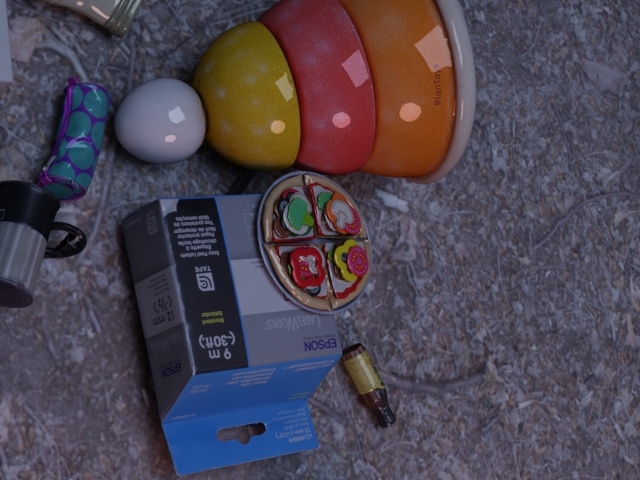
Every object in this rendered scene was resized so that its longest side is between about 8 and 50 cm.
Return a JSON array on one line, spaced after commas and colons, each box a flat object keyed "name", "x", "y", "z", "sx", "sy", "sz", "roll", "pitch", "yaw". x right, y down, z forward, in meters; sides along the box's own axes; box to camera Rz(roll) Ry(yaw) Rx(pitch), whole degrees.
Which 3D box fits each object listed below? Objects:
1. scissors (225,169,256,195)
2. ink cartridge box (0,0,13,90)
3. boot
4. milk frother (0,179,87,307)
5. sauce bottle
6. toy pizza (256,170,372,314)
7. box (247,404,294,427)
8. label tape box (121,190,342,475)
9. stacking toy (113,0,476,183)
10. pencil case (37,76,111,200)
[{"name": "scissors", "x": -0.151, "y": -0.011, "z": 1.973, "sx": 0.297, "sy": 0.021, "sz": 0.109, "roll": -38, "pitch": 100, "yaw": -38}, {"name": "ink cartridge box", "x": -0.494, "y": -0.260, "z": 1.725, "sx": 0.212, "sy": 0.093, "sz": 0.154, "roll": 2, "pitch": 77, "yaw": -39}, {"name": "boot", "x": -0.303, "y": -0.397, "z": 1.916, "sx": 0.165, "sy": 0.077, "sz": 0.213, "roll": 24, "pitch": 70, "yaw": -30}, {"name": "milk frother", "x": -0.356, "y": 0.022, "z": 1.734, "sx": 0.143, "sy": 0.129, "sz": 0.134, "roll": 23, "pitch": 61, "yaw": -24}, {"name": "sauce bottle", "x": 0.072, "y": 0.213, "z": 2.068, "sx": 0.042, "sy": 0.042, "sz": 0.128, "roll": -34, "pitch": 101, "yaw": -38}, {"name": "toy pizza", "x": 0.000, "y": 0.000, "z": 1.910, "sx": 0.201, "sy": 0.032, "sz": 0.201, "roll": 15, "pitch": 65, "yaw": -36}, {"name": "box", "x": -0.070, "y": 0.193, "z": 1.972, "sx": 0.094, "sy": 0.027, "sz": 0.137, "roll": 13, "pitch": 70, "yaw": -35}, {"name": "label tape box", "x": -0.104, "y": 0.116, "z": 1.877, "sx": 0.249, "sy": 0.115, "sz": 0.347, "roll": -4, "pitch": 75, "yaw": -39}, {"name": "stacking toy", "x": -0.057, "y": -0.212, "z": 1.958, "sx": 0.480, "sy": 0.350, "sz": 0.350, "roll": -13, "pitch": 86, "yaw": -22}, {"name": "pencil case", "x": -0.320, "y": -0.131, "z": 1.842, "sx": 0.070, "sy": 0.064, "sz": 0.151, "roll": 34, "pitch": 58, "yaw": -45}]
